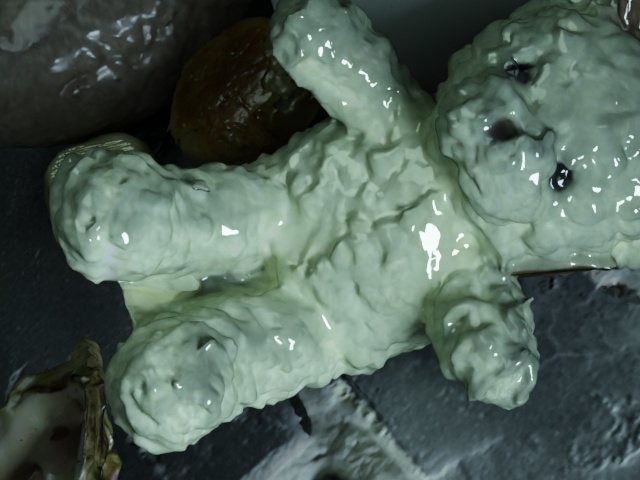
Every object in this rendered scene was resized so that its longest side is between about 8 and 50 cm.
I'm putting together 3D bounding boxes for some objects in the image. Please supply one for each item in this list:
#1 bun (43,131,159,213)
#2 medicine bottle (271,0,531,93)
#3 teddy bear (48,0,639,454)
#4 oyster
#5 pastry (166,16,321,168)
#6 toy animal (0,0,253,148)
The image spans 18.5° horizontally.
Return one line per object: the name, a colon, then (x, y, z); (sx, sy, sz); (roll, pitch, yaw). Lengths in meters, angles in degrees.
bun: (-0.191, -0.040, 1.762); (0.115, 0.069, 0.115); (-9, 60, 15)
medicine bottle: (0.154, -0.241, 1.497); (0.371, 0.211, 0.211); (-14, 46, 40)
teddy bear: (0.072, -0.041, 1.326); (0.362, 0.375, 0.327); (-31, 75, 45)
oyster: (-0.238, 0.245, 1.514); (0.221, 0.096, 0.361); (-23, 41, 32)
pastry: (-0.065, -0.123, 1.714); (0.153, 0.081, 0.153); (-21, 44, 22)
toy animal: (-0.215, -0.197, 1.822); (0.358, 0.188, 0.226); (-28, 28, -7)
